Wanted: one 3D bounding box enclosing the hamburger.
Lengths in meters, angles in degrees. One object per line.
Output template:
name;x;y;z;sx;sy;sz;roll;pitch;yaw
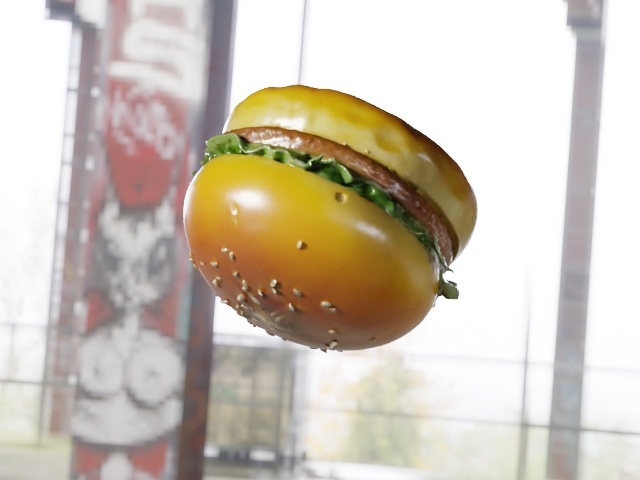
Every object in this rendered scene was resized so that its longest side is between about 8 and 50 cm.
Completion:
hamburger;0.000;-0.001;1.470;0.246;0.170;0.246;23;-25;11
